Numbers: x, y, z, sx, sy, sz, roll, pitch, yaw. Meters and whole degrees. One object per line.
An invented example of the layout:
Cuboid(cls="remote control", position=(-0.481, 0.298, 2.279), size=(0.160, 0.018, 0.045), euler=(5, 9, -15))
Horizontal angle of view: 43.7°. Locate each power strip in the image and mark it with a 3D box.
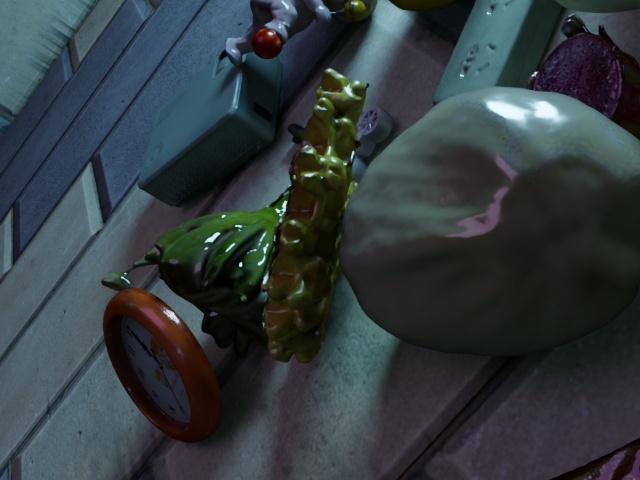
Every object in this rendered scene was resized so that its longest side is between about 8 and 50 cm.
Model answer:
Cuboid(cls="power strip", position=(0.218, -0.259, 0.873), size=(0.093, 0.053, 0.288), euler=(7, 70, 55))

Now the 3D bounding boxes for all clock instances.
Cuboid(cls="clock", position=(0.038, -0.112, 0.997), size=(0.129, 0.041, 0.087), euler=(-57, 35, 9))
Cuboid(cls="clock", position=(-0.191, 0.151, 0.963), size=(0.051, 0.205, 0.205), euler=(-30, 13, -39))

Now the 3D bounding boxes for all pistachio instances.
Cuboid(cls="pistachio", position=(0.129, -0.010, 0.656), size=(0.226, 0.208, 0.332), euler=(-23, -1, -29))

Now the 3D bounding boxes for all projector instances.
Cuboid(cls="projector", position=(-0.174, -0.187, 1.293), size=(0.256, 0.099, 0.192), euler=(-31, 42, 36))

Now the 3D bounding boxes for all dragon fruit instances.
Cuboid(cls="dragon fruit", position=(0.245, -0.124, 0.716), size=(0.112, 0.068, 0.126), euler=(-55, 42, 35))

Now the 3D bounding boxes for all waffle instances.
Cuboid(cls="waffle", position=(0.000, 0.000, 0.802), size=(0.293, 0.069, 0.260), euler=(84, -160, -73))

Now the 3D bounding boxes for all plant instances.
Cuboid(cls="plant", position=(-0.087, -0.034, 0.994), size=(0.251, 0.180, 0.333), euler=(19, 75, 46))

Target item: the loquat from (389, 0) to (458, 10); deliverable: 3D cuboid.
Cuboid(cls="loquat", position=(0.139, -0.380, 0.966), size=(0.187, 0.176, 0.234), euler=(-32, 29, 34))

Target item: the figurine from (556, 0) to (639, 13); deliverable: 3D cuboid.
Cuboid(cls="figurine", position=(0.306, -0.333, 0.712), size=(0.204, 0.185, 0.332), euler=(-20, 39, 35))

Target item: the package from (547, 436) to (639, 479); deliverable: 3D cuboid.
Cuboid(cls="package", position=(0.176, 0.201, 0.565), size=(0.200, 0.022, 0.083), euler=(-37, 37, 30))

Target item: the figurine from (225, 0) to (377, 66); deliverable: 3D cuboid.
Cuboid(cls="figurine", position=(-0.007, -0.354, 1.158), size=(0.186, 0.176, 0.287), euler=(40, 76, 16))
